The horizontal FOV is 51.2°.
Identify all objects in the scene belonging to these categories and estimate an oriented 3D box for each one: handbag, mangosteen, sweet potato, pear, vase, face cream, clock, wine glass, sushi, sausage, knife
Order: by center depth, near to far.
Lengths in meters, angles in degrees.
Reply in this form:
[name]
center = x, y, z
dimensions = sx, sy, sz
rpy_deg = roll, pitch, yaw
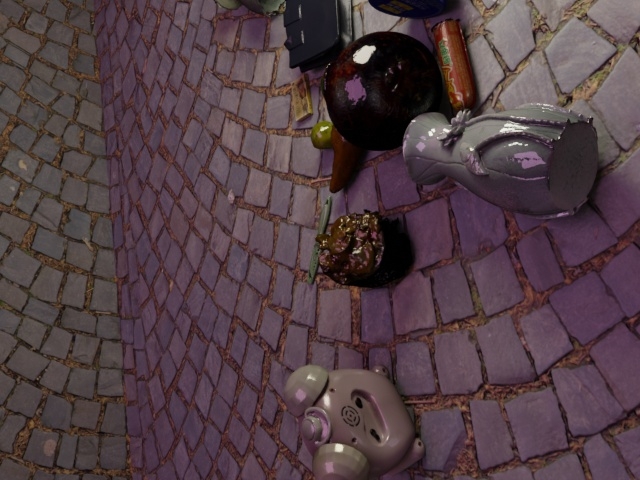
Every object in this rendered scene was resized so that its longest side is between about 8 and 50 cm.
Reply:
[vase]
center = 0.388, -0.190, 1.521
dimensions = 0.445, 0.250, 0.250
rpy_deg = 18, 101, 52
[sausage]
center = 0.347, -0.433, 1.696
dimensions = 0.083, 0.083, 0.264
rpy_deg = -26, 69, 46
[face cream]
center = 0.232, -0.666, 1.745
dimensions = 0.206, 0.206, 0.111
rpy_deg = 8, 88, 50
[mangosteen]
center = 0.158, -0.385, 1.746
dimensions = 0.330, 0.330, 0.330
rpy_deg = -5, 84, 49
[clock]
center = 0.080, 0.482, 1.754
dimensions = 0.184, 0.326, 0.342
rpy_deg = -54, 50, 31
[sushi]
center = 0.116, 0.022, 1.836
dimensions = 0.213, 0.204, 0.200
rpy_deg = -42, 53, 33
[sweet potato]
center = 0.085, -0.311, 1.972
dimensions = 0.112, 0.112, 0.359
rpy_deg = 19, 99, 49
[pear]
center = 0.009, -0.323, 2.076
dimensions = 0.097, 0.092, 0.092
rpy_deg = -53, 51, 32
[handbag]
center = -0.018, -0.712, 2.113
dimensions = 0.269, 0.118, 0.326
rpy_deg = -8, 80, 42
[knife]
center = -0.002, 0.000, 2.117
dimensions = 0.043, 0.020, 0.293
rpy_deg = 28, 109, 45
[wine glass]
center = -0.231, -0.881, 2.319
dimensions = 0.357, 0.190, 0.190
rpy_deg = 28, 109, 45

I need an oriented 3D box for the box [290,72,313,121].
[box]
center = -0.062, -0.475, 2.219
dimensions = 0.073, 0.020, 0.149
rpy_deg = -23, 70, 47
